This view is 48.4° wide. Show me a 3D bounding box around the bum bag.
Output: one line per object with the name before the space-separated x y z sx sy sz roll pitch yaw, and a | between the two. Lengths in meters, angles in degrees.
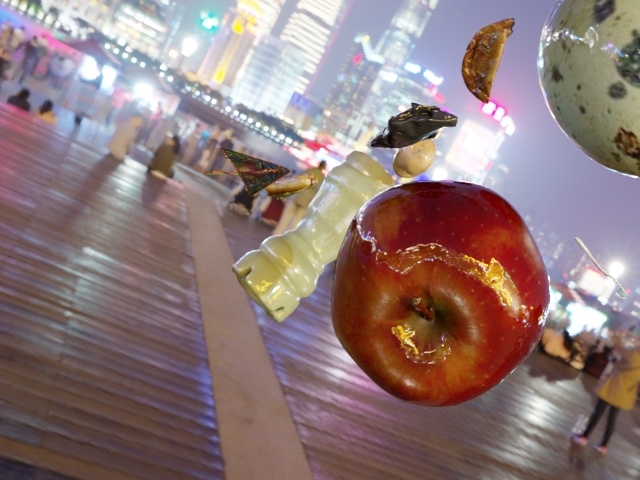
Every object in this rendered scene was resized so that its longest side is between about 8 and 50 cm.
bum bag | 0.123 -0.157 0.992 0.087 0.049 0.197 -11 1 -7

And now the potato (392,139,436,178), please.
potato | 0.162 -0.143 1.236 0.062 0.083 0.068 21 48 -15

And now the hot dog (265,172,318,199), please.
hot dog | -0.059 -0.108 1.451 0.133 0.041 0.056 -9 10 35

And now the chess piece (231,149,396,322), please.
chess piece | 0.000 0.000 1.780 0.234 0.442 0.234 46 -11 12

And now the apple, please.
apple | 0.152 0.060 0.925 0.288 0.288 0.317 28 17 2

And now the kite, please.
kite | -0.128 -0.120 1.261 0.159 0.010 0.190 -1 -23 12

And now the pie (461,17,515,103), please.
pie | 0.366 -0.411 1.592 0.088 0.191 0.033 21 24 13

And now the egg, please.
egg | 0.499 -0.273 1.128 0.287 0.287 0.380 24 43 -30

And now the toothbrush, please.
toothbrush | 0.473 0.044 1.201 0.131 0.013 0.011 51 1 2
